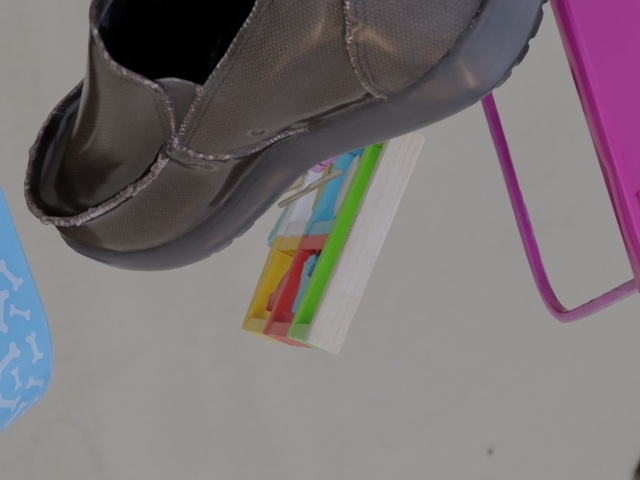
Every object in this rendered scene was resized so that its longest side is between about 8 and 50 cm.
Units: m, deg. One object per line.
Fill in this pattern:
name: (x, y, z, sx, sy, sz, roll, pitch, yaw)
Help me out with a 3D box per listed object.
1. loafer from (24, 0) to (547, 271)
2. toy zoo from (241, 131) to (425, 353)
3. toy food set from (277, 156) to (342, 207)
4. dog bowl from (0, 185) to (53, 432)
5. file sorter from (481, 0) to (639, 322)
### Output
loafer: (-0.052, -0.093, 0.775, 0.130, 0.366, 0.133, 25, 59, -28)
toy zoo: (0.000, 0.000, 1.466, 0.030, 0.293, 0.192, 24, 83, -13)
toy food set: (-0.019, -0.060, 1.224, 0.078, 0.019, 0.122, -29, 164, 0)
dog bowl: (-0.256, -0.006, 1.041, 0.074, 0.166, 0.297, -24, 101, -38)
file sorter: (0.239, -0.088, 0.843, 0.291, 0.182, 0.202, -14, 82, -12)
